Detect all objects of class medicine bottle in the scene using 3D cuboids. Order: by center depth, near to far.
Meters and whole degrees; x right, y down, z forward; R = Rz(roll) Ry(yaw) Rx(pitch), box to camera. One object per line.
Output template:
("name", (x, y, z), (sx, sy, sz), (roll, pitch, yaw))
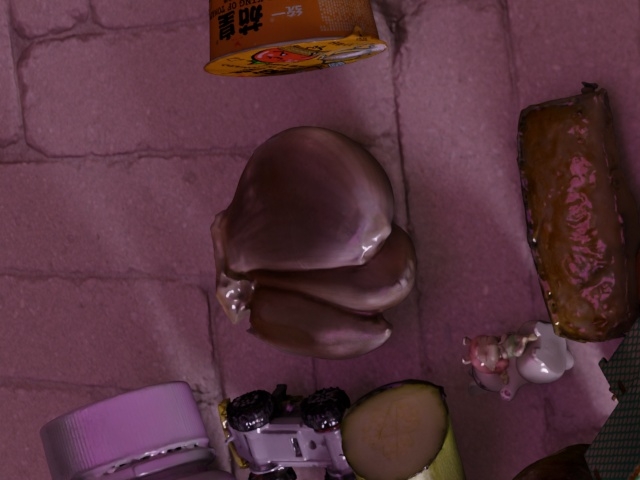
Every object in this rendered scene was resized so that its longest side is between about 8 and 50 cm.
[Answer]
("medicine bottle", (-0.222, 0.368, 2.186), (0.256, 0.256, 0.325), (-30, 76, 39))

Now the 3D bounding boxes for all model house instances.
("model house", (0.369, 0.212, 1.703), (0.271, 0.206, 0.178), (45, 123, 22))

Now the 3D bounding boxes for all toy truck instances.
("toy truck", (-0.003, 0.239, 2.072), (0.285, 0.111, 0.136), (-3, 115, 35))

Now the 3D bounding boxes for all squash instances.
("squash", (0.120, 0.315, 1.926), (0.137, 0.137, 0.288), (0, 119, 39))

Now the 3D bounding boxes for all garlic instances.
("garlic", (-0.001, 0.001, 2.008), (0.325, 0.132, 0.279), (-6, 96, 42))

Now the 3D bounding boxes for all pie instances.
("pie", (0.281, -0.028, 1.817), (0.128, 0.068, 0.283), (-9, 90, 39))

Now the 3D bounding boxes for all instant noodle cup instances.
("instant noodle cup", (-0.039, -0.289, 1.937), (0.215, 0.215, 0.172), (-10, 86, 40))

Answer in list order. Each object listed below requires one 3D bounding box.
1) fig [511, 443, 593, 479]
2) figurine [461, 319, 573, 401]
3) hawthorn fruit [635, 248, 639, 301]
("fig", (0.240, 0.297, 1.886), (0.245, 0.149, 0.149), (-9, 94, 52))
("figurine", (0.203, 0.128, 1.903), (0.146, 0.081, 0.098), (-17, 125, 41))
("hawthorn fruit", (0.421, 0.035, 1.560), (0.277, 0.298, 0.277), (2, 93, 32))
